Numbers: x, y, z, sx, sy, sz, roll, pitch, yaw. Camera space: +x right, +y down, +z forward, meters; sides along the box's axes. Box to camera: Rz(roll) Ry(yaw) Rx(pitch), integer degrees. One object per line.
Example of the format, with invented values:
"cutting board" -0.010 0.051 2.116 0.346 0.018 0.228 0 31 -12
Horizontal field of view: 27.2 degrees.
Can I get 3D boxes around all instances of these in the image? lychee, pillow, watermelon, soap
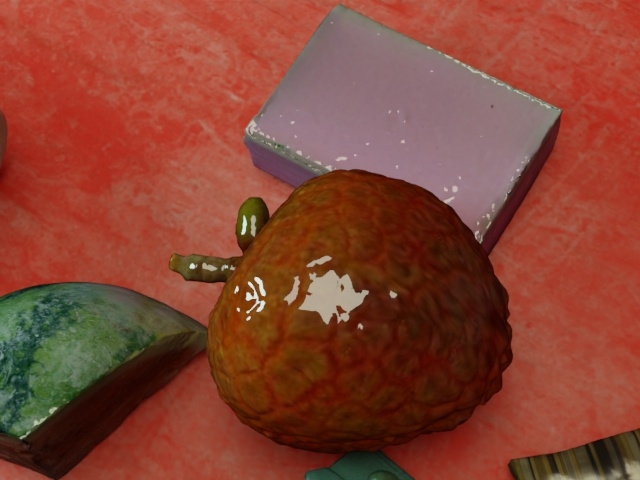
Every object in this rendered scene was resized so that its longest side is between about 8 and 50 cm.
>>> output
"lychee" 0.015 0.061 1.145 0.300 0.255 0.255 23 70 27
"pillow" 0.278 0.220 1.160 0.203 0.038 0.113 -15 67 -2
"watermelon" -0.246 0.118 1.197 0.260 0.176 0.256 -48 32 -13
"soap" 0.079 -0.099 1.292 0.259 0.081 0.181 27 70 16

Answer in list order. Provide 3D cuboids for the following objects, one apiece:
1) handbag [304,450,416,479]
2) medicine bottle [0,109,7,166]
"handbag" 0.042 0.312 1.059 0.274 0.100 0.268 40 51 23
"medicine bottle" -0.478 -0.111 1.256 0.302 0.241 0.241 29 72 6
